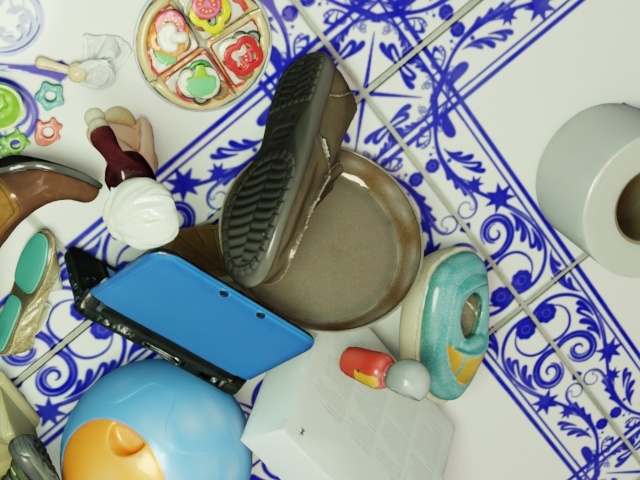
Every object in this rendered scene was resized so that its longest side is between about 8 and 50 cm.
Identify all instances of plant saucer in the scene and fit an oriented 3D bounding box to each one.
[{"bbox_3d":[0.000,0.000,1.641,0.310,0.311,0.050,-5,155,-15],"label":"plant saucer"}]

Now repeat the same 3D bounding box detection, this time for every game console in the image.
[{"bbox_3d":[-0.191,0.081,1.578,0.293,0.250,0.173,35,102,-32],"label":"game console"}]

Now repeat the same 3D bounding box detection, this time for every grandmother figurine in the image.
[{"bbox_3d":[-0.247,-0.084,1.454,0.104,0.342,0.208,-38,118,1],"label":"grandmother figurine"}]

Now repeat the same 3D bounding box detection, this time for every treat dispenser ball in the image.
[{"bbox_3d":[-0.246,0.322,1.657,0.288,0.288,0.288,-6,114,-15],"label":"treat dispenser ball"}]

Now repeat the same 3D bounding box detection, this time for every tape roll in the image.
[{"bbox_3d":[0.493,-0.083,1.784,0.246,0.169,0.246,-7,114,-15],"label":"tape roll"}]

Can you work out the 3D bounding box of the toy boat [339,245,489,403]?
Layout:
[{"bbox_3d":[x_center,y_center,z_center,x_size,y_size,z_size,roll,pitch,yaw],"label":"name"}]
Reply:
[{"bbox_3d":[0.178,0.164,1.740,0.318,0.148,0.268,-25,121,-45],"label":"toy boat"}]

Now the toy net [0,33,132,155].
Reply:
[{"bbox_3d":[-0.361,-0.203,1.536,0.232,0.045,0.122,-27,117,-5],"label":"toy net"}]

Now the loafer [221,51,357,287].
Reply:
[{"bbox_3d":[-0.023,-0.090,1.573,0.130,0.133,0.366,33,69,-35],"label":"loafer"}]

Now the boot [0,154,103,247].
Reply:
[{"bbox_3d":[-0.442,0.021,1.515,0.264,0.096,0.281,5,97,-39],"label":"boot"}]

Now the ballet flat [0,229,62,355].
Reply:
[{"bbox_3d":[-0.424,0.078,1.634,0.067,0.073,0.206,9,115,-49],"label":"ballet flat"}]

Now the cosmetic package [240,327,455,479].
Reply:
[{"bbox_3d":[0.058,0.307,1.754,0.097,0.284,0.377,-21,123,33],"label":"cosmetic package"}]

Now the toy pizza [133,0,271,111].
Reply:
[{"bbox_3d":[-0.165,-0.278,1.572,0.201,0.032,0.201,-6,114,-15],"label":"toy pizza"}]

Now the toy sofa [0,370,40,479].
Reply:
[{"bbox_3d":[-0.608,0.323,1.643,0.362,0.177,0.150,-25,142,-6],"label":"toy sofa"}]

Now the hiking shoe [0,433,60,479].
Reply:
[{"bbox_3d":[-0.430,0.369,1.586,0.114,0.086,0.227,-23,140,-19],"label":"hiking shoe"}]

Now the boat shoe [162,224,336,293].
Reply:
[{"bbox_3d":[-0.079,0.048,1.705,0.341,0.123,0.123,-2,145,-17],"label":"boat shoe"}]
